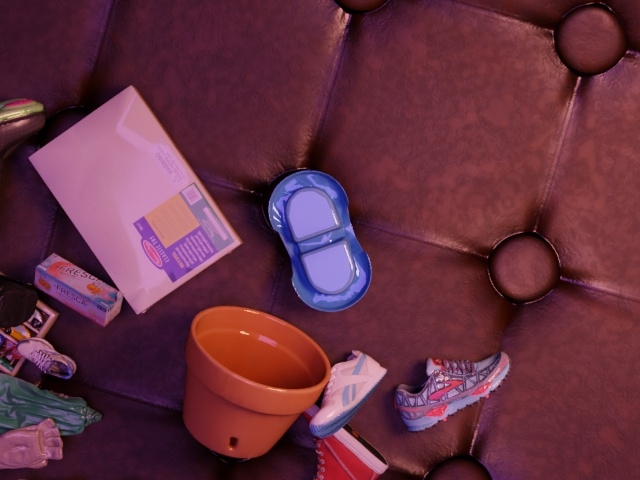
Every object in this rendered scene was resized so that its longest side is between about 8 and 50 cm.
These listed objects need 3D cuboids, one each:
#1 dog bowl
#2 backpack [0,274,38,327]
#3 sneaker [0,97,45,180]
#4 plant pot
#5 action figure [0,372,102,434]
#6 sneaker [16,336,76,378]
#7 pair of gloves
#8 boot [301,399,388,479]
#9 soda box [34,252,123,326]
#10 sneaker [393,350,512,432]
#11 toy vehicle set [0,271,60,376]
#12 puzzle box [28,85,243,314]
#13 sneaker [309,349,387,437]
[{"bbox_3d":[0.000,0.000,1.583,0.166,0.074,0.297,-20,92,2],"label":"dog bowl"},{"bbox_3d":[-0.692,0.116,1.537,0.182,0.152,0.115,15,83,13],"label":"backpack"},{"bbox_3d":[-0.746,-0.108,1.561,0.483,0.185,0.202,-46,120,-7],"label":"sneaker"},{"bbox_3d":[-0.152,0.291,1.510,0.291,0.291,0.203,24,109,1],"label":"plant pot"},{"bbox_3d":[-0.585,0.365,1.617,0.232,0.063,0.137,10,91,-6],"label":"action figure"},{"bbox_3d":[-0.577,0.250,1.594,0.135,0.058,0.052,32,94,-22],"label":"sneaker"},{"bbox_3d":[-0.623,0.501,1.607,0.204,0.042,0.240,-18,112,-3],"label":"pair of gloves"},{"bbox_3d":[-0.002,0.454,1.595,0.244,0.088,0.176,45,94,-4],"label":"boot"},{"bbox_3d":[-0.508,0.103,1.587,0.183,0.058,0.063,29,128,7],"label":"soda box"},{"bbox_3d":[0.271,0.291,1.572,0.262,0.104,0.125,-32,89,2],"label":"sneaker"},{"bbox_3d":[-0.720,0.150,1.626,0.267,0.035,0.166,34,92,0],"label":"toy vehicle set"},{"bbox_3d":[-0.389,-0.083,1.602,0.272,0.052,0.408,-34,91,2],"label":"puzzle box"},{"bbox_3d":[0.040,0.313,1.541,0.092,0.229,0.087,37,132,15],"label":"sneaker"}]
